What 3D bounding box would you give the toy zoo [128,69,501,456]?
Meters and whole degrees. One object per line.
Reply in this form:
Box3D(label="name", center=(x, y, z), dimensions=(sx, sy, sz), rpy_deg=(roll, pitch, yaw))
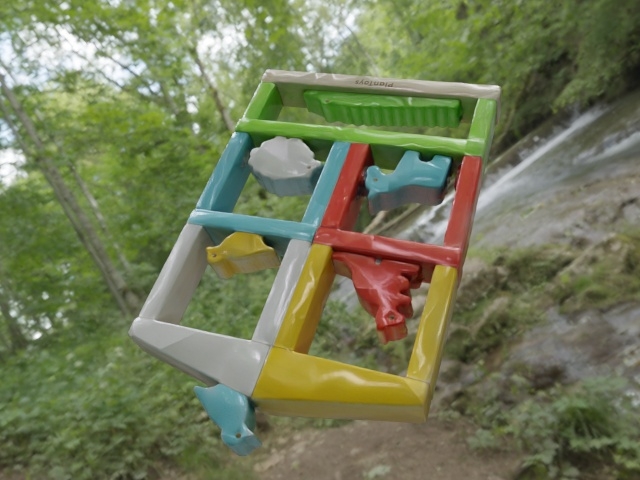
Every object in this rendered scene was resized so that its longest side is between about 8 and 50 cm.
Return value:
Box3D(label="toy zoo", center=(0.000, 0.000, 0.420), dimensions=(0.030, 0.192, 0.293), rpy_deg=(71, -146, -54))
